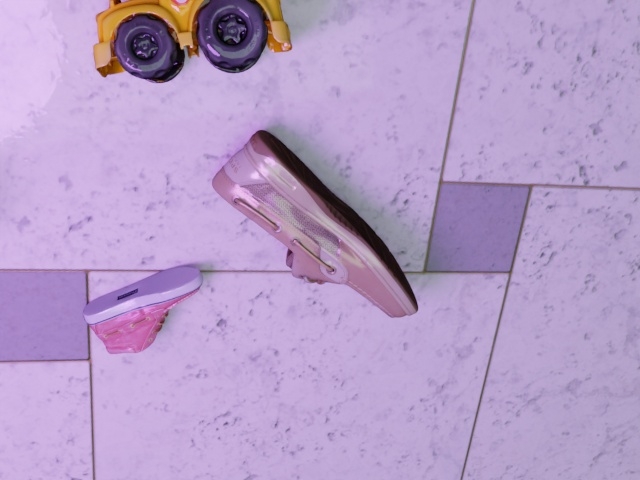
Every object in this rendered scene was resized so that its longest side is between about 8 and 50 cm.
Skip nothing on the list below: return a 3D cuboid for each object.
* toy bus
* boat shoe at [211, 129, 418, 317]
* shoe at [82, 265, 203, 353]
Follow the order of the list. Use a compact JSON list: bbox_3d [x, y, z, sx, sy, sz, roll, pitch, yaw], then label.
[{"bbox_3d":[-0.156,-0.292,0.792,0.220,0.149,0.212,-10,103,-5],"label":"toy bus"},{"bbox_3d":[0.000,0.000,0.973,0.110,0.122,0.341,-42,106,13],"label":"boat shoe"},{"bbox_3d":[-0.239,0.101,0.993,0.178,0.063,0.081,-20,118,3],"label":"shoe"}]
